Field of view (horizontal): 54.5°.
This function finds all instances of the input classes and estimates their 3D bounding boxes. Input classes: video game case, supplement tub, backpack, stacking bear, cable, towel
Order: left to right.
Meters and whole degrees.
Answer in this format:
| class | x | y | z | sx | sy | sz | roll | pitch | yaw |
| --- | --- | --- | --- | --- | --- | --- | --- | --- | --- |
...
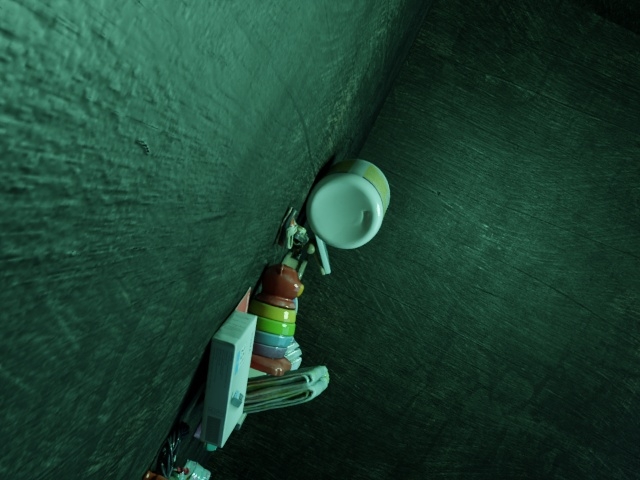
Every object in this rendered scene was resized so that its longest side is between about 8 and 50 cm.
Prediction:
| class | x | y | z | sx | sy | sz | roll | pitch | yaw |
| --- | --- | --- | --- | --- | --- | --- | --- | --- | --- |
| cable | -0.349 | 0.503 | 1.471 | 0.150 | 0.047 | 0.184 | -62 | 177 | -35 |
| backpack | -0.418 | 0.767 | 1.899 | 0.182 | 0.115 | 0.152 | -51 | -166 | 7 |
| towel | -0.148 | 0.440 | 1.823 | 0.374 | 0.320 | 0.090 | 52 | 29 | -80 |
| stacking bear | -0.132 | 0.207 | 1.730 | 0.175 | 0.164 | 0.289 | 25 | 81 | -80 |
| video game case | 0.000 | 0.000 | 2.195 | 0.173 | 0.022 | 0.190 | -96 | 172 | -69 |
| supplement tub | 0.099 | -0.132 | 2.017 | 0.241 | 0.241 | 0.331 | -64 | 177 | 22 |

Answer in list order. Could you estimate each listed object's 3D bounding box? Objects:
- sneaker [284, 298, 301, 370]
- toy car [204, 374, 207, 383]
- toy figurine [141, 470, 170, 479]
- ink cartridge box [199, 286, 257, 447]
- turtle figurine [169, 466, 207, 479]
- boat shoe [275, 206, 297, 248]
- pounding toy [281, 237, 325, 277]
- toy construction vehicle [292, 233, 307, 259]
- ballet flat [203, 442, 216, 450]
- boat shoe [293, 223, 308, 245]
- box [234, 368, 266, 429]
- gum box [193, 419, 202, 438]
| class | x | y | z | sx | sy | sz | roll | pitch | yaw |
| --- | --- | --- | --- | --- | --- | --- | --- | --- | --- |
| sneaker | -0.170 | 0.275 | 2.026 | 0.127 | 0.182 | 0.315 | -21 | 117 | -37 |
| toy car | -0.270 | 0.321 | 1.593 | 0.040 | 0.060 | 0.122 | 24 | 72 | -45 |
| toy figurine | -0.361 | 0.627 | 1.312 | 0.213 | 0.148 | 0.209 | -63 | 178 | 8 |
| ink cartridge box | -0.204 | 0.301 | 1.508 | 0.261 | 0.066 | 0.296 | -58 | 161 | -64 |
| turtle figurine | -0.387 | 0.651 | 1.538 | 0.175 | 0.118 | 0.234 | -18 | -160 | 26 |
| boat shoe | -0.080 | -0.031 | 1.602 | 0.049 | 0.043 | 0.137 | -59 | 174 | -45 |
| pounding toy | -0.075 | 0.134 | 2.163 | 0.154 | 0.155 | 0.269 | -65 | 178 | -59 |
| toy construction vehicle | -0.083 | 0.021 | 2.331 | 0.086 | 0.035 | 0.098 | 98 | 12 | -46 |
| ballet flat | -0.410 | 0.730 | 2.499 | 0.241 | 0.091 | 0.077 | -60 | -152 | 2 |
| boat shoe | -0.072 | -0.010 | 1.957 | 0.049 | 0.056 | 0.152 | -58 | 167 | -12 |
| box | -0.286 | 0.538 | 2.336 | 0.311 | 0.121 | 0.148 | -62 | 177 | -28 |
| gum box | -0.364 | 0.609 | 2.110 | 0.107 | 0.062 | 0.188 | -64 | 178 | -2 |
